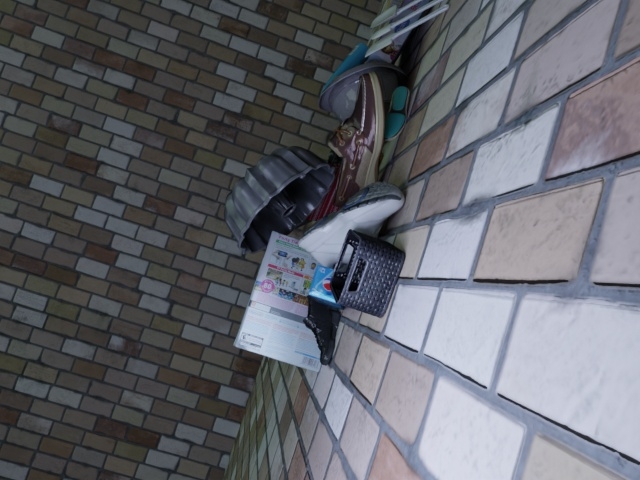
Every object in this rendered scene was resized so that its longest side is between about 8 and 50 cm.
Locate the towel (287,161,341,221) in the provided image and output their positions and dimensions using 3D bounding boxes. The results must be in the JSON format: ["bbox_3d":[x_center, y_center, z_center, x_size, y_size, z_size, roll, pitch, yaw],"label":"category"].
[{"bbox_3d":[-0.002,-0.147,1.578,0.031,0.275,0.198,54,129,48],"label":"towel"}]

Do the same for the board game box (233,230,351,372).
[{"bbox_3d":[-0.068,0.154,1.334,0.097,0.224,0.303,135,154,-82],"label":"board game box"}]

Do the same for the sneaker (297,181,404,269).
[{"bbox_3d":[0.080,-0.024,1.106,0.297,0.129,0.111,-33,10,48],"label":"sneaker"}]

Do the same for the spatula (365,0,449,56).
[{"bbox_3d":[0.220,-0.570,1.318,0.242,0.019,0.168,-18,42,38],"label":"spatula"}]

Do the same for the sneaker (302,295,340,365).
[{"bbox_3d":[-0.006,0.207,1.236,0.051,0.089,0.170,117,170,-54],"label":"sneaker"}]

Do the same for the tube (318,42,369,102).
[{"bbox_3d":[0.062,-0.474,1.473,0.207,0.052,0.080,-50,-6,-14],"label":"tube"}]

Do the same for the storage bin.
[{"bbox_3d":[0.080,0.055,0.953,0.180,0.084,0.122,-114,43,-83],"label":"storage bin"}]

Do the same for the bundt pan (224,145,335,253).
[{"bbox_3d":[-0.121,-0.118,1.367,0.331,0.124,0.331,-41,-14,-12],"label":"bundt pan"}]

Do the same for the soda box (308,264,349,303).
[{"bbox_3d":[0.024,0.108,1.149,0.210,0.071,0.067,71,-144,-78],"label":"soda box"}]

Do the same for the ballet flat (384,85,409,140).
[{"bbox_3d":[0.192,-0.305,1.289,0.052,0.057,0.168,60,-134,-60],"label":"ballet flat"}]

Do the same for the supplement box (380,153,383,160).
[{"bbox_3d":[0.125,-0.245,1.531,0.233,0.080,0.078,-85,14,-73],"label":"supplement box"}]

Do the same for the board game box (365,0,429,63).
[{"bbox_3d":[0.203,-0.563,1.553,0.318,0.066,0.318,-59,2,-19],"label":"board game box"}]

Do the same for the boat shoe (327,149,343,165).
[{"bbox_3d":[0.082,-0.297,1.899,0.340,0.113,0.127,-122,51,-82],"label":"boat shoe"}]

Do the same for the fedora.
[{"bbox_3d":[0.126,-0.366,1.428,0.275,0.244,0.124,143,118,-61],"label":"fedora"}]

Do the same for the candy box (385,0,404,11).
[{"bbox_3d":[0.280,-0.790,1.666,0.027,0.105,0.205,151,138,-81],"label":"candy box"}]

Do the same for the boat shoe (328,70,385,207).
[{"bbox_3d":[0.081,-0.234,1.266,0.123,0.123,0.342,-99,11,-60],"label":"boat shoe"}]

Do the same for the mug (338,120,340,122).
[{"bbox_3d":[0.129,-0.448,1.760,0.158,0.097,0.129,-134,64,-77],"label":"mug"}]
